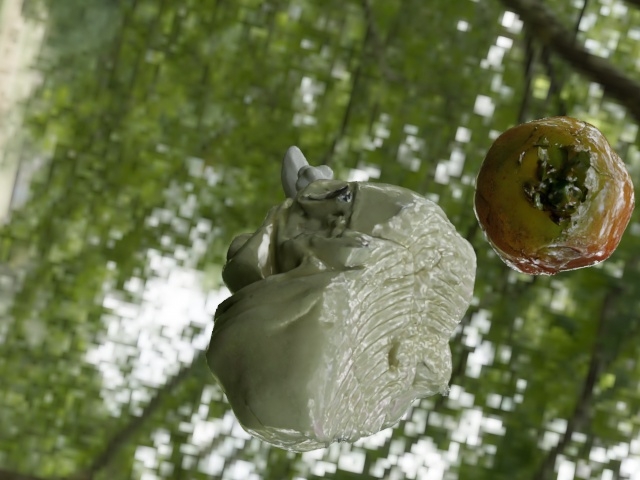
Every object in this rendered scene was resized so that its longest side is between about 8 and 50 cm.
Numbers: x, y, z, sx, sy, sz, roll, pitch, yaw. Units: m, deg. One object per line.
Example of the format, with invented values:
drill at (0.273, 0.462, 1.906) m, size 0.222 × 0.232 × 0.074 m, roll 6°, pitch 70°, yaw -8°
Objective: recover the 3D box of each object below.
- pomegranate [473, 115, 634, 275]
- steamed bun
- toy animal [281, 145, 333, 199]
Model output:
pomegranate at (0.298, -0.058, 2.167) m, size 0.235 × 0.210 × 0.210 m, roll 75°, pitch 26°, yaw -81°
steamed bun at (0.003, 0.072, 1.729) m, size 0.320 × 0.206 × 0.275 m, roll -15°, pitch 113°, yaw -56°
toy animal at (-0.008, 0.013, 1.933) m, size 0.138 × 0.282 × 0.140 m, roll -41°, pitch -134°, yaw -2°
